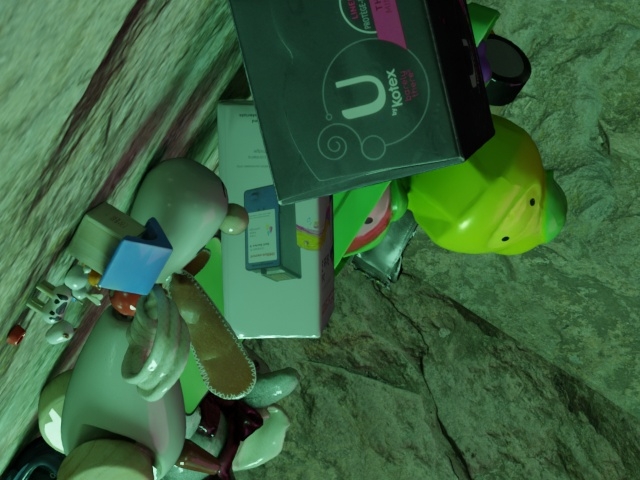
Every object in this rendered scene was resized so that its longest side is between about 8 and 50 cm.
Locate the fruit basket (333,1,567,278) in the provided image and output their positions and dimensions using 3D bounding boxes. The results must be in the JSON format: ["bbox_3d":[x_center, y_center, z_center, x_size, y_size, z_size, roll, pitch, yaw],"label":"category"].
[{"bbox_3d":[0.124,-0.092,1.487,0.392,0.392,0.283,-58,177,10],"label":"fruit basket"}]

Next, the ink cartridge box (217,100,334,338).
[{"bbox_3d":[-0.037,-0.024,1.199,0.154,0.093,0.212,-42,133,-82],"label":"ink cartridge box"}]

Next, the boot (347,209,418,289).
[{"bbox_3d":[0.000,0.000,1.690,0.263,0.229,0.091,-59,-178,36],"label":"boot"}]

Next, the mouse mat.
[{"bbox_3d":[-0.149,0.106,1.606,0.190,0.007,0.153,-54,134,-28],"label":"mouse mat"}]

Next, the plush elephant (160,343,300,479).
[{"bbox_3d":[-0.142,0.244,1.822,0.255,0.272,0.330,-41,-161,-26],"label":"plush elephant"}]

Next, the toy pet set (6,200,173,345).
[{"bbox_3d":[-0.158,0.032,0.950,0.114,0.065,0.122,-58,178,20],"label":"toy pet set"}]

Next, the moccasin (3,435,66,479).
[{"bbox_3d":[-0.319,0.337,1.254,0.117,0.137,0.342,-17,126,-80],"label":"moccasin"}]

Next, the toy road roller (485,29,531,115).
[{"bbox_3d":[0.101,-0.232,1.781,0.329,0.241,0.202,-11,150,-30],"label":"toy road roller"}]

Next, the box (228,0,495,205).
[{"bbox_3d":[0.044,-0.135,1.010,0.143,0.165,0.270,-13,-174,14],"label":"box"}]

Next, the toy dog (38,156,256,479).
[{"bbox_3d":[-0.122,0.104,1.094,0.334,0.161,0.220,-53,-145,41],"label":"toy dog"}]
